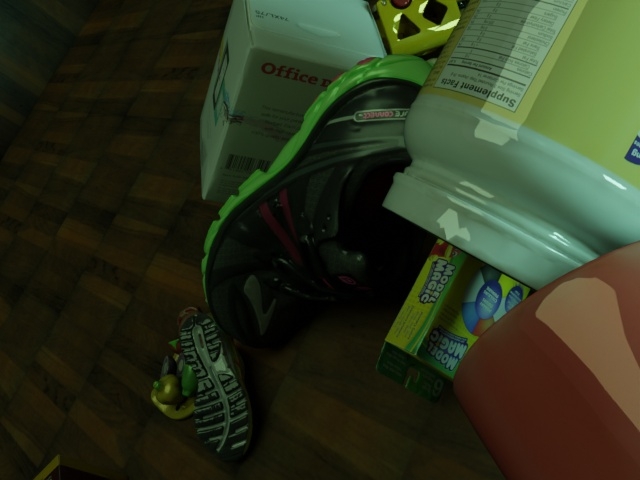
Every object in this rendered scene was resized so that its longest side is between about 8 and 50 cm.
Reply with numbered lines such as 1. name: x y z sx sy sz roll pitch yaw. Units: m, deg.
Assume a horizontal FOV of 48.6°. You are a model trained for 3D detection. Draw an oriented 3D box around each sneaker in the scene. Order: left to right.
1. sneaker: -0.134 0.207 1.006 0.081 0.094 0.209 -18 70 11
2. sneaker: 0.000 0.000 0.867 0.483 0.185 0.202 -53 47 38

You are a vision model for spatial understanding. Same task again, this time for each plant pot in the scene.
1. plant pot: 0.266 0.160 0.497 0.275 0.275 0.243 -36 51 22

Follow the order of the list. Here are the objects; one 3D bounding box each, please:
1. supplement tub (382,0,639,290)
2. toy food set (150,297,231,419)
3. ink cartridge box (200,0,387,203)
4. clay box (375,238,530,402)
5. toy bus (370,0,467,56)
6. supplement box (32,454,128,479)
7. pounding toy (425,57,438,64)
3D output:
1. supplement tub: 0.219 -0.125 0.596 0.241 0.241 0.331 34 97 51
2. toy food set: -0.209 0.166 1.111 0.128 0.071 0.218 8 68 48
3. ink cartridge box: -0.049 -0.204 1.028 0.270 0.198 0.197 117 153 -42
4. clay box: 0.157 0.067 0.762 0.053 0.127 0.222 18 77 50
5. toy bus: 0.169 -0.326 1.050 0.202 0.191 0.104 -15 96 40
6. supplement box: -0.377 0.460 1.024 0.191 0.129 0.194 -45 39 12
7. pounding toy: 0.142 -0.161 0.957 0.183 0.110 0.237 16 75 50
